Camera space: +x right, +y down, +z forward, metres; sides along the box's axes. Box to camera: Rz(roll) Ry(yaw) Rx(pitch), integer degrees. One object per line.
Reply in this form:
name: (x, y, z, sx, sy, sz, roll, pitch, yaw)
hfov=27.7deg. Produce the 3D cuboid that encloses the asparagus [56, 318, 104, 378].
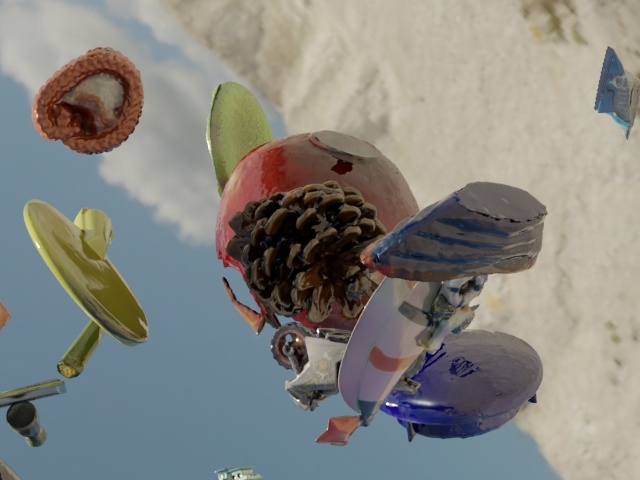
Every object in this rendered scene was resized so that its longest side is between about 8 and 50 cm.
asparagus: (-0.386, 0.163, 2.184, 0.041, 0.045, 0.178, 36, -138, -7)

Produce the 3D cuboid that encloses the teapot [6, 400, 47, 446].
teapot: (-0.398, 0.255, 1.782, 0.043, 0.043, 0.111, 51, 166, 19)

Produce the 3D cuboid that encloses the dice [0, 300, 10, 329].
dice: (-0.742, 0.156, 2.610, 0.179, 0.175, 0.174, 46, 162, -10)

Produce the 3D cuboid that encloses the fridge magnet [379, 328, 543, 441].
fridge magnet: (0.203, 0.211, 1.956, 0.265, 0.265, 0.113, -95, -3, -68)

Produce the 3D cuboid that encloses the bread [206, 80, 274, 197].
bread: (-0.142, -0.170, 2.513, 0.301, 0.045, 0.301, -10, -90, -71)

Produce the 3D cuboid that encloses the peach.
peach: (0.003, -0.021, 2.173, 0.335, 0.310, 0.406, 14, -157, -25)

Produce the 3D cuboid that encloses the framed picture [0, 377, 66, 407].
framed picture: (-0.426, 0.211, 1.706, 0.142, 0.183, 0.011, 131, 126, -75)

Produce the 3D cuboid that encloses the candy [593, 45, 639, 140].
candy: (0.391, -0.189, 1.706, 0.038, 0.088, 0.136, 4, 167, 34)

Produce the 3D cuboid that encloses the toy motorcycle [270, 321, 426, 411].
toy motorcycle: (0.034, 0.174, 1.737, 0.080, 0.215, 0.122, -27, -62, -69)

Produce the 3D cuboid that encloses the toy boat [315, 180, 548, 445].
toy boat: (0.078, 0.063, 1.209, 0.072, 0.318, 0.219, 53, -168, 33)

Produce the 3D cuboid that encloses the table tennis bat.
table tennis bat: (-0.302, 0.022, 1.682, 0.224, 0.054, 0.369, 50, -176, -17)

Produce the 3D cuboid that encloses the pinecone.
pinecone: (-0.006, 0.014, 1.588, 0.169, 0.185, 0.212, 66, 168, -16)

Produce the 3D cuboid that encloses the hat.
hat: (-0.230, -0.140, 1.282, 0.094, 0.112, 0.162, 57, 175, -20)

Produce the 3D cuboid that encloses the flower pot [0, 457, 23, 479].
flower pot: (-0.536, 0.452, 1.937, 0.379, 0.379, 0.251, -109, 5, -59)

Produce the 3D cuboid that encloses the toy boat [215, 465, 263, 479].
toy boat: (-0.179, 0.438, 2.290, 0.069, 0.173, 0.059, 12, -122, -58)
